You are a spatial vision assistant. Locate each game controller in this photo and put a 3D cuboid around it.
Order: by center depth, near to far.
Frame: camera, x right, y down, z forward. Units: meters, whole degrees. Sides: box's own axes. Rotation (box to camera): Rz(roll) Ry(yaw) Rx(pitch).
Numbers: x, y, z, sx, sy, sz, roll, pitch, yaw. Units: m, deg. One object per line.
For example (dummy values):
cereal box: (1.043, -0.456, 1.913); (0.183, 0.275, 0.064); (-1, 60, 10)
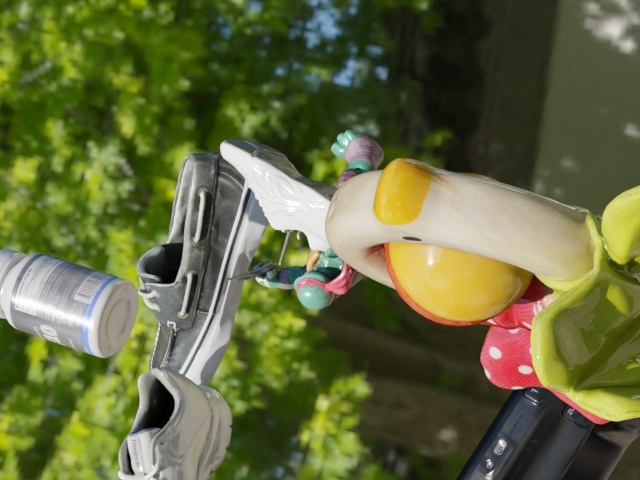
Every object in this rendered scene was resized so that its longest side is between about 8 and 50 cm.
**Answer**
game controller: (0.143, 0.237, 1.266); (0.166, 0.067, 0.319); (19, -75, -57)

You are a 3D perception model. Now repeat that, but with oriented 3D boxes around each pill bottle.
pill bottle: (-0.248, 0.056, 1.490); (0.078, 0.137, 0.078); (-51, -30, -46)

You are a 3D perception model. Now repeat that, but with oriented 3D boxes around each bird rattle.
bird rattle: (0.104, 0.007, 0.838); (0.253, 0.207, 0.143); (165, 125, -81)

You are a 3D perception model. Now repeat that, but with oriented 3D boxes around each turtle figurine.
turtle figurine: (0.000, 0.000, 1.608); (0.175, 0.118, 0.234); (-53, 6, 42)

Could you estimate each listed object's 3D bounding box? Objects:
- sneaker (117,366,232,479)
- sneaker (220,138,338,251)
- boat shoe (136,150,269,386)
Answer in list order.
sneaker: (-0.174, 0.273, 1.690); (0.129, 0.111, 0.297); (48, -146, -48)
sneaker: (-0.039, -0.043, 1.465); (0.053, 0.152, 0.061); (-13, -47, -57)
boat shoe: (-0.153, 0.036, 1.794); (0.121, 0.119, 0.335); (-118, 42, -56)
